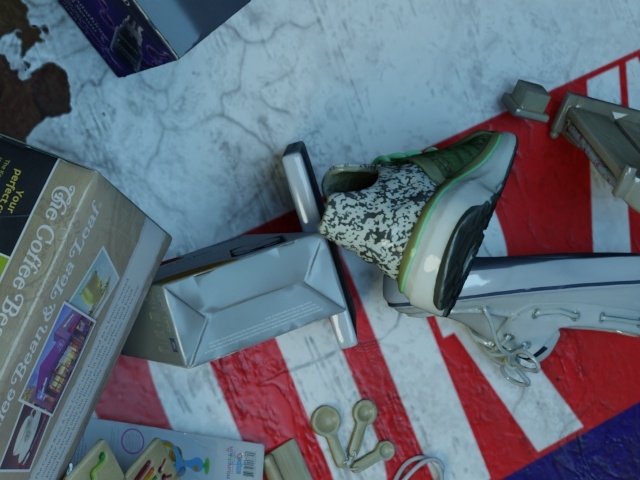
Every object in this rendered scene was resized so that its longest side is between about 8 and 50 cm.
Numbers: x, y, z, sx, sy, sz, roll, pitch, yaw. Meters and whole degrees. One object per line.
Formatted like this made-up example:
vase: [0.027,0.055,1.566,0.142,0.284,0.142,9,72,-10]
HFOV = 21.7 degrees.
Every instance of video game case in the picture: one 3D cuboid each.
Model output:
video game case: [0.000,0.000,1.823,0.023,0.193,0.212,-16,97,3]

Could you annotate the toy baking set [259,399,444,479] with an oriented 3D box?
toy baking set: [0.047,0.299,1.921,0.256,0.030,0.197,42,74,-17]

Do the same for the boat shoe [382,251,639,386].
boat shoe: [0.236,0.097,1.960,0.367,0.136,0.156,-2,94,-32]

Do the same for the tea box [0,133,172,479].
tea box: [-0.370,0.061,1.571,0.323,0.220,0.329,21,80,20]

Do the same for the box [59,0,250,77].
box: [-0.186,-0.266,1.733,0.108,0.207,0.153,-42,105,-18]

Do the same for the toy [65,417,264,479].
toy: [-0.175,0.275,1.813,0.237,0.056,0.137,12,73,-28]

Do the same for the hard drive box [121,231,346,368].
hard drive box: [-0.107,0.059,1.750,0.181,0.232,0.089,-19,96,-23]

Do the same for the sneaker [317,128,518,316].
sneaker: [0.099,-0.057,1.788,0.182,0.410,0.158,22,106,6]

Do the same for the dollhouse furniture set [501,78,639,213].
dollhouse furniture set: [0.391,-0.013,1.959,0.355,0.303,0.174,12,116,-22]

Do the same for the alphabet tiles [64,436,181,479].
alphabet tiles: [-0.234,0.368,1.631,0.342,0.011,0.285,-50,137,-32]
